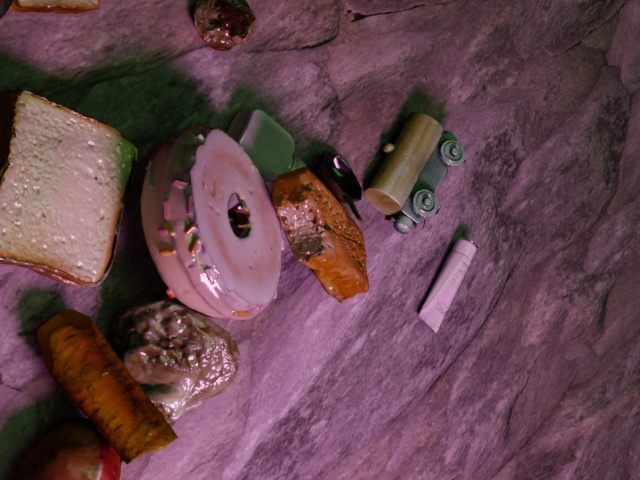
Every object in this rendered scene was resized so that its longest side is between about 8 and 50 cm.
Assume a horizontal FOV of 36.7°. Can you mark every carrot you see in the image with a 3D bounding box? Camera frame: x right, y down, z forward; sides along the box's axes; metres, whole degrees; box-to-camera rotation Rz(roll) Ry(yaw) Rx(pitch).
[{"bbox_3d":[-0.375,0.255,1.666,0.114,0.114,0.302,-31,77,-39],"label":"carrot"}]

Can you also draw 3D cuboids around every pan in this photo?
[{"bbox_3d":[0.034,-0.115,2.116,0.128,0.048,0.202,42,24,-18],"label":"pan"}]

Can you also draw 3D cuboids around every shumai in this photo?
[{"bbox_3d":[-0.282,0.244,1.780,0.256,0.189,0.218,35,67,-24],"label":"shumai"},{"bbox_3d":[-0.181,-0.453,1.954,0.123,0.105,0.139,70,25,-13],"label":"shumai"}]

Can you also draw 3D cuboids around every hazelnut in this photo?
[{"bbox_3d":[-0.441,0.411,1.670,0.201,0.160,0.170,-30,100,0],"label":"hazelnut"}]

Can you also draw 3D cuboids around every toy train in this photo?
[{"bbox_3d":[0.220,-0.160,2.320,0.189,0.126,0.307,32,65,-3],"label":"toy train"}]

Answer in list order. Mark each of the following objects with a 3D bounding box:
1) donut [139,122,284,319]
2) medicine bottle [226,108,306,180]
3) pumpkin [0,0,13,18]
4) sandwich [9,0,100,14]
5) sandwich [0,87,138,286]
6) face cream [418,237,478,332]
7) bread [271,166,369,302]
[{"bbox_3d":[-0.205,-0.028,1.813,0.382,0.142,0.383,49,33,-47],"label":"donut"},{"bbox_3d":[-0.112,-0.187,2.023,0.183,0.069,0.119,36,65,-35],"label":"medicine bottle"},{"bbox_3d":[-0.608,-0.440,1.476,0.300,0.207,0.300,16,64,-36],"label":"pumpkin"},{"bbox_3d":[-0.480,-0.506,1.686,0.186,0.065,0.215,-14,99,-42],"label":"sandwich"},{"bbox_3d":[-0.462,-0.084,1.678,0.271,0.099,0.301,25,70,-45],"label":"sandwich"},{"bbox_3d":[0.321,0.106,2.438,0.092,0.058,0.244,43,68,-39],"label":"face cream"},{"bbox_3d":[0.000,0.000,2.005,0.380,0.109,0.185,48,37,-60],"label":"bread"}]
